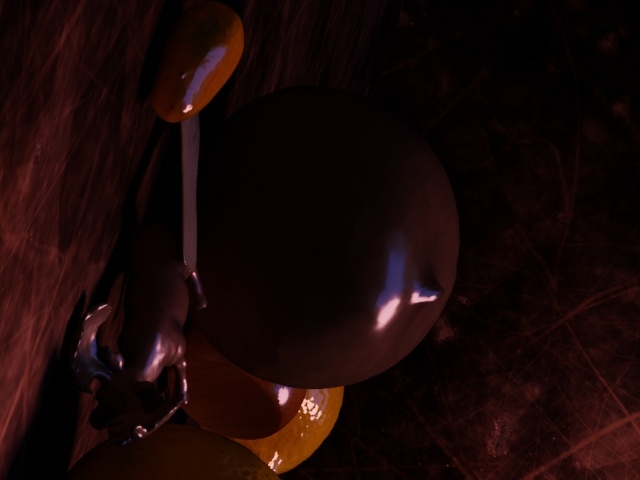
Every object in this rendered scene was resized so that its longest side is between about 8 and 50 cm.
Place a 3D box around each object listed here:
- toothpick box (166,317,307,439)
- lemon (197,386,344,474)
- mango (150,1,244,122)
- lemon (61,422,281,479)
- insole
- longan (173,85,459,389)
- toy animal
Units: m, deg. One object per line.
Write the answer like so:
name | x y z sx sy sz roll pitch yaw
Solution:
toothpick box | -0.049 0.066 2.020 0.192 0.192 0.294 102 12 -49
lemon | -0.064 0.179 2.234 0.187 0.187 0.244 94 6 -72
mango | -0.096 -0.137 1.418 0.079 0.057 0.114 113 1 -51
lemon | -0.119 0.257 1.486 0.219 0.240 0.240 -83 -176 -48
insole | -0.107 -0.063 1.511 0.064 0.004 0.188 61 26 -68
longan | -0.004 -0.001 1.719 0.297 0.297 0.297 17 90 -86
toy animal | -0.146 0.080 1.476 0.186 0.094 0.214 97 -1 -65
